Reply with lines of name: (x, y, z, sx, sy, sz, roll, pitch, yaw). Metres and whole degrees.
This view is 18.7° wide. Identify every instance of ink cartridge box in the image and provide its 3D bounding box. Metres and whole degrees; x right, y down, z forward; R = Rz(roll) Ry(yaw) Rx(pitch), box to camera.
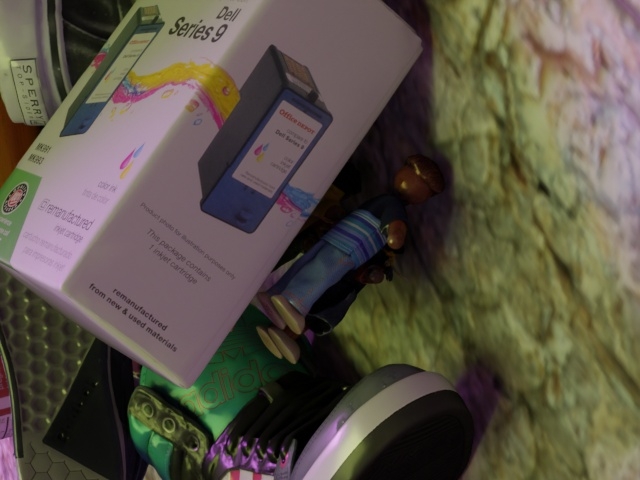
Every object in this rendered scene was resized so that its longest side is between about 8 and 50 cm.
ink cartridge box: (-0.067, -0.050, 0.989, 0.093, 0.212, 0.154, 41, 170, -28)

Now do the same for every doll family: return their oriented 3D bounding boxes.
doll family: (0.000, 0.000, 1.014, 0.193, 0.111, 0.076, 27, 151, 58)

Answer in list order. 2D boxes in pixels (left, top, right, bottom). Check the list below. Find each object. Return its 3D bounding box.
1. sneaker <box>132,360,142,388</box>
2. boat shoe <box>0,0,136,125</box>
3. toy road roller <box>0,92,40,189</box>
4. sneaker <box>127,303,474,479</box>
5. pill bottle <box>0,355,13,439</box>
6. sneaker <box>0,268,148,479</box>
sneaker: (-0.099, 0.008, 1.245, 0.162, 0.106, 0.281, 58, 156, 16)
boat shoe: (-0.133, -0.194, 1.183, 0.121, 0.119, 0.335, 88, 177, -50)
toy road roller: (-0.330, -0.111, 1.598, 0.329, 0.240, 0.203, -56, -39, -72)
sneaker: (-0.020, 0.100, 1.079, 0.178, 0.123, 0.295, 57, 151, 19)
pill bottle: (-0.261, 0.093, 1.459, 0.121, 0.216, 0.121, 38, 134, 54)
sneaker: (-0.150, 0.064, 1.195, 0.163, 0.086, 0.226, 75, -166, -84)
